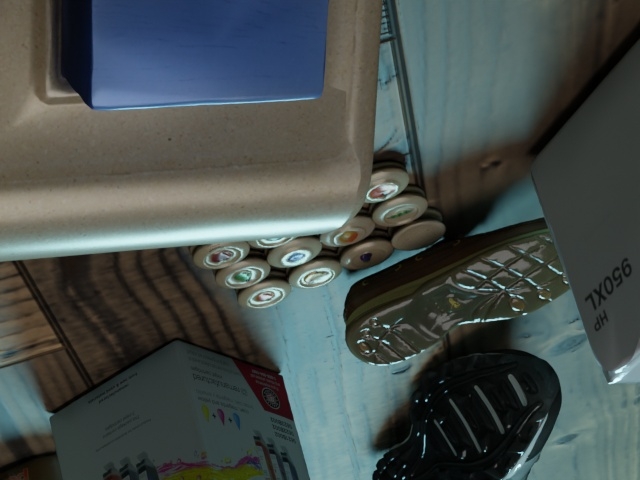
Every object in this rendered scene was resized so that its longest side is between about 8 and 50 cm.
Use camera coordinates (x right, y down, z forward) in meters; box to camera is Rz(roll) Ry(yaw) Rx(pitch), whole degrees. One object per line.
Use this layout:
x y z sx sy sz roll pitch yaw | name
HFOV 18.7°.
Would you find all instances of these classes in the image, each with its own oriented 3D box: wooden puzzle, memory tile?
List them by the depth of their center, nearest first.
-0.114 -0.135 0.705 0.322 0.080 0.348 -5 117 -21 | wooden puzzle
0.000 0.000 1.237 0.148 0.012 0.113 -23 152 10 | memory tile

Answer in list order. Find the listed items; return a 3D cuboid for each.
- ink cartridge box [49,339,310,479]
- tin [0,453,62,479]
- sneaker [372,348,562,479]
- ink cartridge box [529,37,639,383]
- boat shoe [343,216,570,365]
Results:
-0.087 0.184 1.348 0.127 0.176 0.128 -30 149 25 | ink cartridge box
-0.185 0.209 1.493 0.106 0.040 0.189 -30 149 17 | tin
0.126 0.153 1.511 0.108 0.100 0.271 -19 159 -26 | sneaker
0.371 -0.054 1.172 0.395 0.166 0.285 -1 148 -29 | ink cartridge box
0.095 0.020 1.277 0.178 0.060 0.064 -23 130 9 | boat shoe
